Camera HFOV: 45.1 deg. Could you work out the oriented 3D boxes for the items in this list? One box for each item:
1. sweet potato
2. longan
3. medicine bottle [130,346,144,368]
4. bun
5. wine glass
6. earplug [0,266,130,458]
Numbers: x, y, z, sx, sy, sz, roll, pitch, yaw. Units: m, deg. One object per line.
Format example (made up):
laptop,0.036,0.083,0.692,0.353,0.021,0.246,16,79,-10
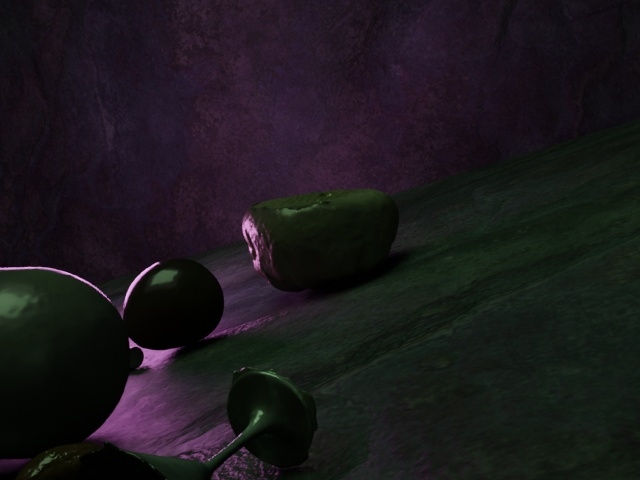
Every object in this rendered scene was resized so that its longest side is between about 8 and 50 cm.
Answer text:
sweet potato,-0.369,0.314,1.002,0.226,0.068,0.068,-25,10,-32
longan,-0.314,0.135,1.635,0.220,0.196,0.196,-27,7,4
medicine bottle,-0.414,0.249,1.623,0.083,0.047,0.047,-13,10,41
bun,0.000,0.000,1.754,0.360,0.210,0.359,-8,9,1
wine glass,-0.107,0.218,0.748,0.156,0.156,0.232,-15,6,32
earplug,-0.506,0.198,1.223,0.394,0.312,0.312,-3,13,20
